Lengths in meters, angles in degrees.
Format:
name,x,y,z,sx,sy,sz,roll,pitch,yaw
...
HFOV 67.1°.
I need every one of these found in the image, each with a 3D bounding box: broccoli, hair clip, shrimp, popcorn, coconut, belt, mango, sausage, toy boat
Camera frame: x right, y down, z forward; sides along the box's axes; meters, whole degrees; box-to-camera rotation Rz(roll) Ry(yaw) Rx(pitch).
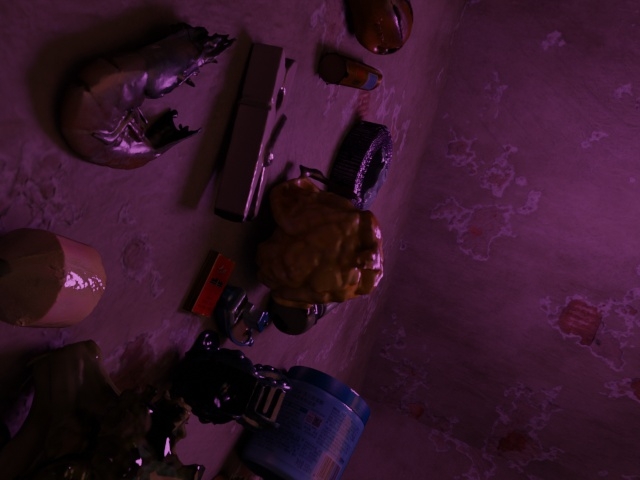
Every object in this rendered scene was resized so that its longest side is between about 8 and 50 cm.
name,x,y,z,sx,sy,sz,roll,pitch,yaw
broccoli,-0.302,0.275,0.642,0.348,0.294,0.280,37,33,-80
hair clip,-0.199,0.312,1.050,0.310,0.207,0.194,61,46,-61
shrimp,-0.223,-0.192,0.675,0.289,0.075,0.178,-54,164,-41
popcorn,0.000,0.000,1.203,0.349,0.349,0.381,8,76,-71
coconut,-0.323,0.044,0.551,0.116,0.116,0.122,-68,162,-7
belt,0.135,-0.220,1.579,0.324,0.122,0.260,-67,157,-8
mango,0.145,-0.571,1.215,0.156,0.151,0.249,-32,160,17
sausage,0.101,-0.449,1.312,0.371,0.082,0.082,-30,137,-64
hair clip,-0.121,-0.197,0.924,0.101,0.085,0.330,2,105,-73
toy boat,-0.177,0.191,1.130,0.215,0.102,0.088,93,22,-51

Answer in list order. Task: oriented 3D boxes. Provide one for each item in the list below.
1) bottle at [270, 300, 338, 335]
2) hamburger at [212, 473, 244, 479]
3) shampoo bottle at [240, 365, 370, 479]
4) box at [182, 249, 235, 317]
name,x,y,z,sx,sy,sz,roll,pitch,yaw
bottle,-0.018,0.156,1.475,0.347,0.169,0.168,-38,144,-51
hamburger,-0.257,0.847,1.416,0.274,0.212,0.274,-55,157,-39
shampoo bottle,-0.049,0.660,1.629,0.342,0.331,0.331,-57,158,-33
box,-0.231,0.093,1.013,0.133,0.023,0.090,-66,163,-12
